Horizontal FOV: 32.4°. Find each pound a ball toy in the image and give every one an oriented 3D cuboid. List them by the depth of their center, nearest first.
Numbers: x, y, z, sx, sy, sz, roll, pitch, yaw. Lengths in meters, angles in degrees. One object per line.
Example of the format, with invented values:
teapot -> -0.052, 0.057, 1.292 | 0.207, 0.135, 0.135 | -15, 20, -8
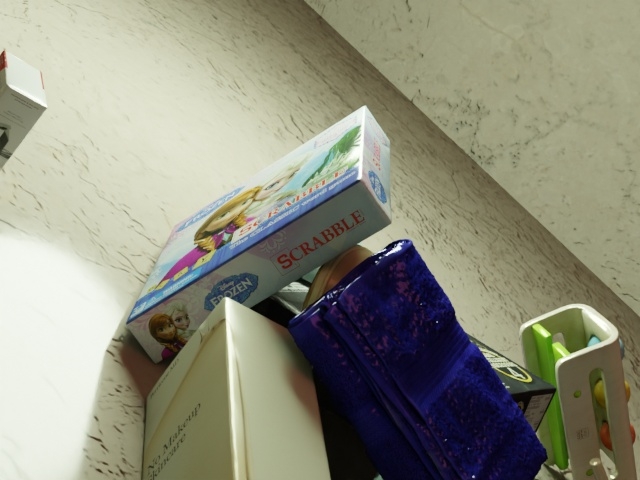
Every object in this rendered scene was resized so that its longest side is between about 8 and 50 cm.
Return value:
pound a ball toy -> 0.417, 0.277, 1.618 | 0.208, 0.135, 0.319 | -129, -159, -62

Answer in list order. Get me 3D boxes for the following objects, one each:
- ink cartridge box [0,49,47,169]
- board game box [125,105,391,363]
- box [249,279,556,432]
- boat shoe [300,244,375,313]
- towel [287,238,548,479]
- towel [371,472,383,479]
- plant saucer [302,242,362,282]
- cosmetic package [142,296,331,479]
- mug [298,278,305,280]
ink cartridge box -> -0.387, -0.142, 1.306 | 0.056, 0.135, 0.099 | 30, 21, -33
board game box -> -0.063, -0.019, 1.338 | 0.066, 0.318, 0.318 | 55, 14, -16
box -> 0.101, 0.163, 1.463 | 0.318, 0.097, 0.395 | 29, 12, 31
boat shoe -> 0.065, 0.071, 1.311 | 0.098, 0.109, 0.302 | 26, 7, 19
towel -> 0.119, 0.158, 1.157 | 0.308, 0.076, 0.227 | 57, 41, -3
towel -> 0.121, 0.393, 1.090 | 0.320, 0.090, 0.374 | 44, 20, 10
plant saucer -> 0.000, 0.000, 1.544 | 0.195, 0.037, 0.195 | 26, 24, -13
cosmetic package -> -0.082, 0.208, 1.024 | 0.113, 0.160, 0.309 | 30, 19, -21
mug -> -0.020, 0.034, 1.633 | 0.157, 0.097, 0.129 | 17, 28, -43
